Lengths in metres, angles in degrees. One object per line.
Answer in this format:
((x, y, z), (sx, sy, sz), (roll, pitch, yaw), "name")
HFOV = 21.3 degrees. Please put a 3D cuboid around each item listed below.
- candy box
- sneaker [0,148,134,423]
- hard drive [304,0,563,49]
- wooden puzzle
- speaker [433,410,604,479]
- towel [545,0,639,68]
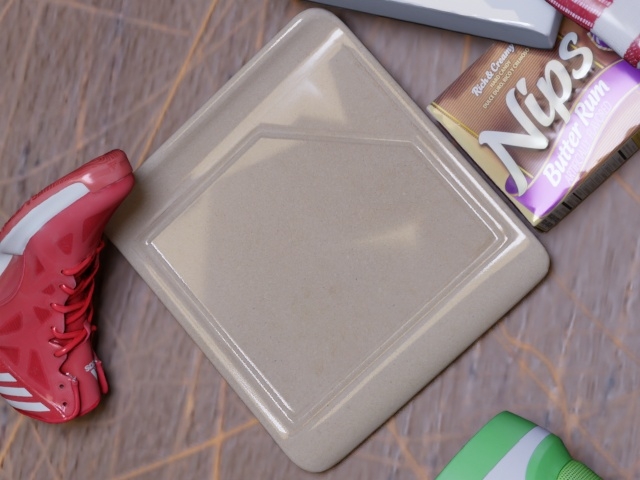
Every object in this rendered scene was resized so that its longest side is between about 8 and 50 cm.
((0.173, -0.107, 1.095), (0.187, 0.053, 0.109), (-42, 75, 8), "candy box")
((-0.163, 0.040, 1.150), (0.128, 0.087, 0.221), (51, 133, 2), "sneaker")
((0.093, -0.289, 1.107), (0.203, 0.040, 0.307), (14, 79, 16), "hard drive")
((0.000, 0.000, 1.144), (0.221, 0.044, 0.238), (-43, 82, 11), "wooden puzzle")
((0.191, 0.238, 1.027), (0.296, 0.131, 0.131), (40, 97, 14), "speaker")
((0.151, -0.290, 1.054), (0.237, 0.037, 0.329), (-46, 71, -1), "towel")
